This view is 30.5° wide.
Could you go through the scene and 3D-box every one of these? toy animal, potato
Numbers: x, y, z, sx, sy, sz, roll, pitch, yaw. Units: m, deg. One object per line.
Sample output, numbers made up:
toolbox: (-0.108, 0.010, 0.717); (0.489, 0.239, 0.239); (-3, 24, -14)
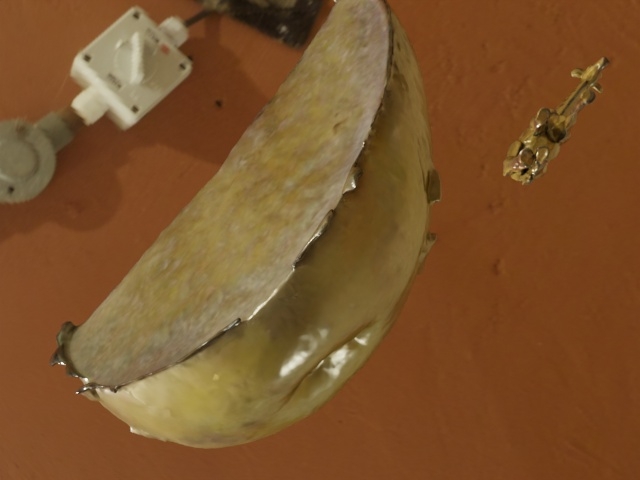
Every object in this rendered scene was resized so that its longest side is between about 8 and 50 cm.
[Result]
toy animal: (0.281, -0.141, 1.395); (0.054, 0.275, 0.149); (37, -64, 8)
potato: (0.000, 0.000, 0.538); (0.098, 0.138, 0.243); (41, -96, -30)
